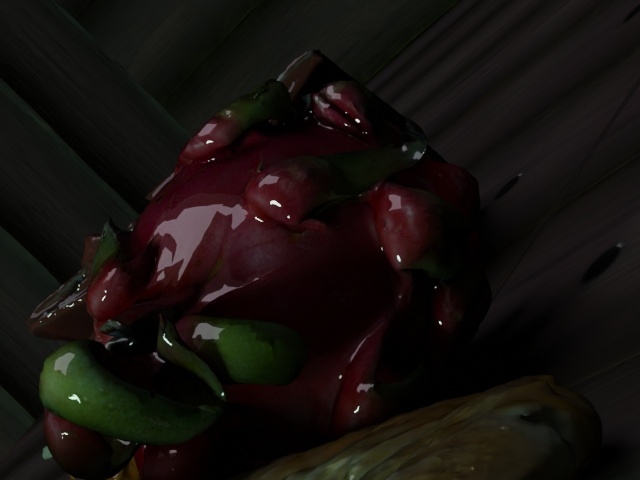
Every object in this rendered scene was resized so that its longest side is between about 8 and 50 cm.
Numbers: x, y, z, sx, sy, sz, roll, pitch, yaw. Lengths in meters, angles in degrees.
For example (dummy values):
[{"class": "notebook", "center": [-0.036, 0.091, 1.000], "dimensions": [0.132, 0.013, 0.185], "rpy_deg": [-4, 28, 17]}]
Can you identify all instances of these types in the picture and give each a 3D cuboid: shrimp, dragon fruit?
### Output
[{"class": "shrimp", "center": [-0.097, 0.170, 0.580], "dimensions": [0.445, 0.085, 0.272], "rpy_deg": [-29, -3, 13]}, {"class": "dragon fruit", "center": [-0.020, 0.046, 0.773], "dimensions": [0.218, 0.198, 0.273], "rpy_deg": [-20, 28, 41]}]

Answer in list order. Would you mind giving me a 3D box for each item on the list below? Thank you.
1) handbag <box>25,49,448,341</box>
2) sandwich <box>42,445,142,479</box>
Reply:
[{"class": "handbag", "center": [-0.031, 0.007, 1.077], "dimensions": [0.260, 0.084, 0.275], "rpy_deg": [-43, -22, 9]}, {"class": "sandwich", "center": [-0.064, 0.084, 0.942], "dimensions": [0.185, 0.160, 0.109], "rpy_deg": [-55, 28, -15]}]
